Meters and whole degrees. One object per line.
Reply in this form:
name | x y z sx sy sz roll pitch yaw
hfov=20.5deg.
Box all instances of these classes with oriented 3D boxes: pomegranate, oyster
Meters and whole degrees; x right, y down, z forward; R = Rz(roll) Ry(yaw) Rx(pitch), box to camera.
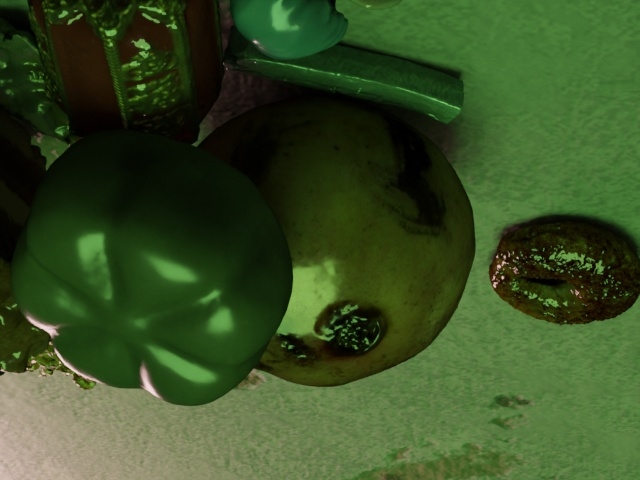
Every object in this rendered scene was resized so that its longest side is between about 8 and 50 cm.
pomegranate | 0.000 0.000 1.808 0.322 0.322 0.322 3 149 2
oyster | -0.267 -0.161 1.774 0.209 0.072 0.133 35 148 -12

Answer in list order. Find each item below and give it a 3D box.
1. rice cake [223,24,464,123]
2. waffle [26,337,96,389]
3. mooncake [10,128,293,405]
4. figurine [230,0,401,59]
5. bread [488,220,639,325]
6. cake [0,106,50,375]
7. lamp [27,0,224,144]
rice cake | 0.024 -0.166 1.744 0.245 0.045 0.042 11 151 -13
waffle | -0.350 0.132 2.265 0.193 0.070 0.197 -1 149 7
mooncake | -0.157 0.033 1.614 0.275 0.135 0.275 14 135 14
figurine | 0.016 -0.246 1.552 0.260 0.103 0.205 -17 144 34
bread | 0.285 0.043 2.055 0.193 0.064 0.193 6 150 3
cake | -0.417 -0.015 1.762 0.256 0.290 0.282 -27 146 7
lamp | -0.174 -0.193 1.599 0.177 0.177 0.274 2 149 2
